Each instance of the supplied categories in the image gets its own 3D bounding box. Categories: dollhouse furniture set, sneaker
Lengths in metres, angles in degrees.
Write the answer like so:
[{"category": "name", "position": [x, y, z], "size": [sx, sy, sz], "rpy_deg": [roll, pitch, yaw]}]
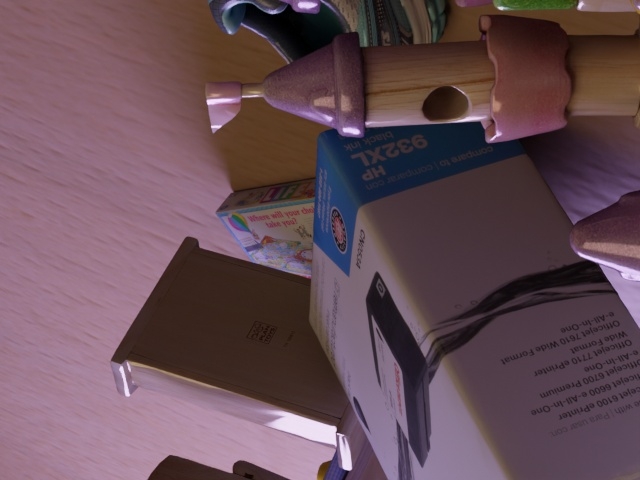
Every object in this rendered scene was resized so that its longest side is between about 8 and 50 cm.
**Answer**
[{"category": "dollhouse furniture set", "position": [-0.052, 0.201, 1.353], "size": [0.198, 0.286, 0.303], "rpy_deg": [15, 141, 18]}, {"category": "sneaker", "position": [-0.032, -0.197, 1.011], "size": [0.110, 0.122, 0.283], "rpy_deg": [-15, 122, 50]}]

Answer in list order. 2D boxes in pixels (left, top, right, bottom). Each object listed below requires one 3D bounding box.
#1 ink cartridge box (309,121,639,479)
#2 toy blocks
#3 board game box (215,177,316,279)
[{"category": "ink cartridge box", "position": [0.108, 0.090, 1.091], "size": [0.223, 0.129, 0.307], "rpy_deg": [94, 154, -52]}, {"category": "toy blocks", "position": [0.075, -0.135, 0.753], "size": [0.260, 0.309, 0.289], "rpy_deg": [-2, 142, -3]}, {"category": "board game box", "position": [0.000, 0.000, 1.314], "size": [0.154, 0.026, 0.103], "rpy_deg": [-7, 128, 47]}]
